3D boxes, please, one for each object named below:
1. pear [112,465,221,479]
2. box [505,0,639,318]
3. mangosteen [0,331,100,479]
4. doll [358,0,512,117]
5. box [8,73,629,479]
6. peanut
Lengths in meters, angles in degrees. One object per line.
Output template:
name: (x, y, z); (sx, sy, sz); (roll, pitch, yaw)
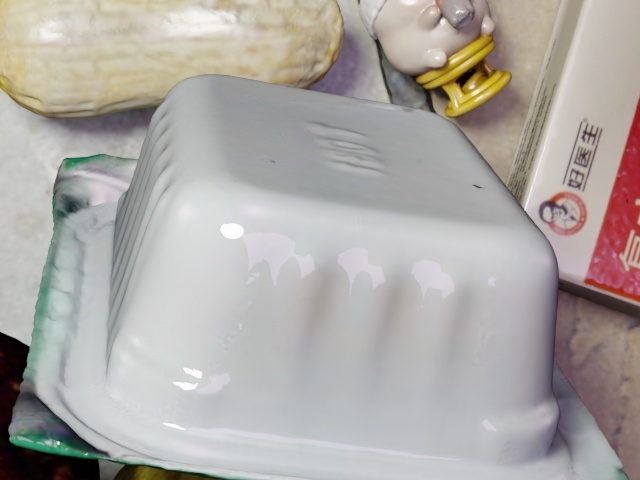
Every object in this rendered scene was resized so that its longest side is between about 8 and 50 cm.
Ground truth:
pear: (0.017, 0.200, 0.729); (0.303, 0.304, 0.304); (1, 86, -10)
box: (0.254, -0.119, 0.899); (0.214, 0.069, 0.353); (18, 82, -9)
mangosteen: (-0.208, 0.124, 0.655); (0.217, 0.192, 0.192); (9, 85, -16)
doll: (0.064, -0.137, 0.853); (0.073, 0.084, 0.127); (-36, 100, -11)
box: (0.000, 0.000, 0.703); (0.264, 0.337, 0.106); (8, 108, -10)
peanut: (-0.086, -0.113, 0.824); (0.206, 0.087, 0.087); (-4, 87, -11)
